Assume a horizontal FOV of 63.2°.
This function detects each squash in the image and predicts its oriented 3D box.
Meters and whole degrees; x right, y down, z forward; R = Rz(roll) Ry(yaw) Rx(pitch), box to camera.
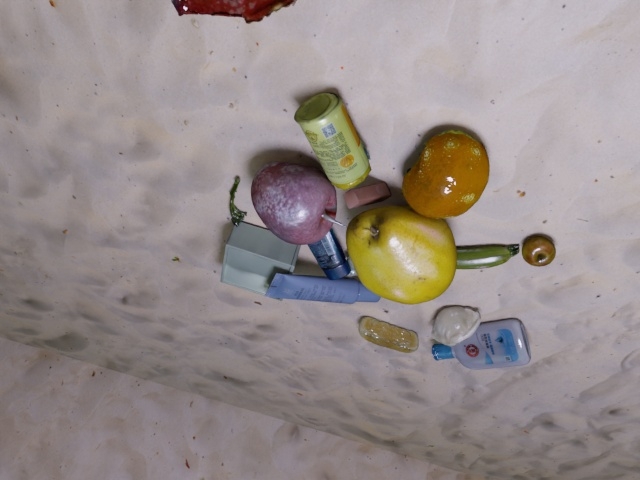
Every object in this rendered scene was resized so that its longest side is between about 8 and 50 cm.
[{"bbox_3d":[0.454,0.052,1.529,0.251,0.066,0.066,-5,138,23],"label":"squash"}]

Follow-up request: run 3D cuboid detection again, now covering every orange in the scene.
[{"bbox_3d":[0.307,-0.140,1.263,0.179,0.159,0.237,9,144,-21],"label":"orange"}]

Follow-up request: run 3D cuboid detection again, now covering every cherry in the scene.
[{"bbox_3d":[-0.060,-0.095,1.378,0.285,0.213,0.236,30,154,13],"label":"cherry"}]

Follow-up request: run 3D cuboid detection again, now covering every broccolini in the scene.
[{"bbox_3d":[-0.260,-0.120,1.572,0.052,0.054,0.194,25,143,17],"label":"broccolini"}]

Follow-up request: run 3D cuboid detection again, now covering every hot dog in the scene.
[{"bbox_3d":[0.253,0.364,1.973,0.242,0.084,0.073,18,141,-7],"label":"hot dog"}]

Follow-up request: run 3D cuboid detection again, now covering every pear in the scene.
[{"bbox_3d":[0.213,0.039,1.404,0.336,0.285,0.285,2,152,-34],"label":"pear"}]

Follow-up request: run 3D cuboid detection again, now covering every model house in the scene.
[{"bbox_3d":[-0.121,-0.500,0.922,0.253,0.196,0.160,7,140,8],"label":"model house"}]

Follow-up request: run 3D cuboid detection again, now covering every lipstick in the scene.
[{"bbox_3d":[0.125,-0.120,1.367,0.045,0.145,0.045,-29,81,43],"label":"lipstick"}]

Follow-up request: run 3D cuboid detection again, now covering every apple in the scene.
[{"bbox_3d":[0.606,0.029,1.444,0.089,0.075,0.090,9,140,7],"label":"apple"}]

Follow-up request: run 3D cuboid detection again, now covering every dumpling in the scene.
[{"bbox_3d":[0.459,0.299,1.788,0.118,0.136,0.199,30,151,-30],"label":"dumpling"}]

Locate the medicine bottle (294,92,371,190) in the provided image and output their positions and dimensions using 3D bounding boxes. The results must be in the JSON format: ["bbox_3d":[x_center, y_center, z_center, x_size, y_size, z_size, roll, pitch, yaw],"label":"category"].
[{"bbox_3d":[0.039,-0.234,1.267,0.124,0.124,0.239,-8,138,26],"label":"medicine bottle"}]

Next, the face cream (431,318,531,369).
[{"bbox_3d":[0.561,0.378,1.851,0.336,0.080,0.163,-16,89,33],"label":"face cream"}]

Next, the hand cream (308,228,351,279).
[{"bbox_3d":[0.000,0.000,1.591,0.120,0.061,0.271,-14,117,33],"label":"hand cream"}]

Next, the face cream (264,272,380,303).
[{"bbox_3d":[0.018,0.159,1.705,0.384,0.087,0.136,6,141,-22],"label":"face cream"}]

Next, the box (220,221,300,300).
[{"bbox_3d":[-0.199,0.066,1.720,0.224,0.118,0.225,18,142,-3],"label":"box"}]

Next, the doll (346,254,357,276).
[{"bbox_3d":[0.143,0.057,1.635,0.103,0.072,0.214,22,141,-23],"label":"doll"}]
